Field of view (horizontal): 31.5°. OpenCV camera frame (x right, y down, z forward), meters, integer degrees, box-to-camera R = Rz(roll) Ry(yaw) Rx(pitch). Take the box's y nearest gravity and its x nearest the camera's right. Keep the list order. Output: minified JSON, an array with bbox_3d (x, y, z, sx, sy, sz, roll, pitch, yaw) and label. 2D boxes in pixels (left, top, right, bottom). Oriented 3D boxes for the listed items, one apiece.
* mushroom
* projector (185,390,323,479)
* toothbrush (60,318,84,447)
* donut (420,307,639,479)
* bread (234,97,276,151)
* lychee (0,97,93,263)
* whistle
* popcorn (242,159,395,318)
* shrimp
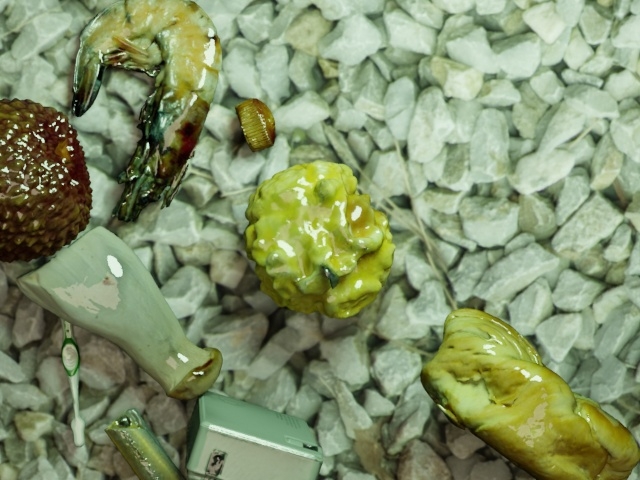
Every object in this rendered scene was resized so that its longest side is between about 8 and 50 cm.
[{"bbox_3d":[-0.299,0.122,1.761,0.159,0.122,0.328,-43,99,5],"label":"mushroom"},{"bbox_3d":[-0.105,0.318,1.716,0.192,0.257,0.099,17,91,-8],"label":"projector"},{"bbox_3d":[-0.395,0.175,1.790,0.030,0.030,0.303,-6,93,-6],"label":"toothbrush"},{"bbox_3d":[0.312,0.256,1.720,0.360,0.360,0.170,38,88,-7],"label":"donut"},{"bbox_3d":[-0.097,-0.184,1.784,0.053,0.085,0.085,-21,95,1],"label":"bread"},{"bbox_3d":[-0.472,-0.078,1.672,0.272,0.271,0.271,0,92,-7],"label":"lychee"},{"bbox_3d":[-0.228,0.411,1.807,0.326,0.057,0.068,55,41,-6],"label":"whistle"},{"bbox_3d":[-0.005,0.002,1.733,0.249,0.225,0.249,0,95,3],"label":"popcorn"},{"bbox_3d":[-0.289,-0.216,1.774,0.233,0.071,0.364,20,91,2],"label":"shrimp"}]
